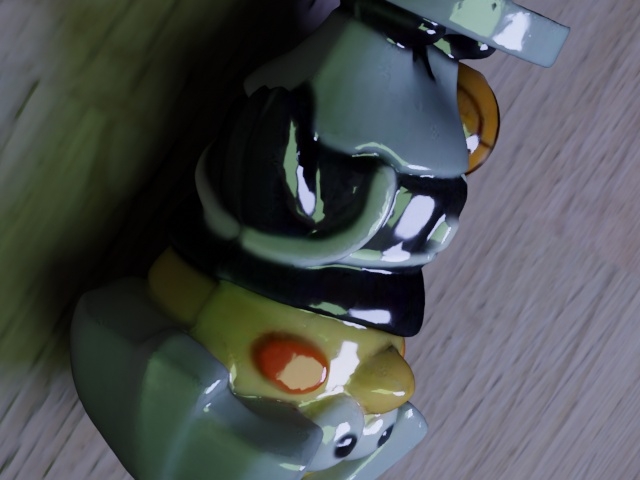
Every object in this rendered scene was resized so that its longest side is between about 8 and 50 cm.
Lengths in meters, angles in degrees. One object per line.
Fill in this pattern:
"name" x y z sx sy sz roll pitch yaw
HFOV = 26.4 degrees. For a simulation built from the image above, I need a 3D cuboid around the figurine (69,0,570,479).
"figurine" 0.000 0.000 0.550 0.176 0.133 0.236 5 112 -60
